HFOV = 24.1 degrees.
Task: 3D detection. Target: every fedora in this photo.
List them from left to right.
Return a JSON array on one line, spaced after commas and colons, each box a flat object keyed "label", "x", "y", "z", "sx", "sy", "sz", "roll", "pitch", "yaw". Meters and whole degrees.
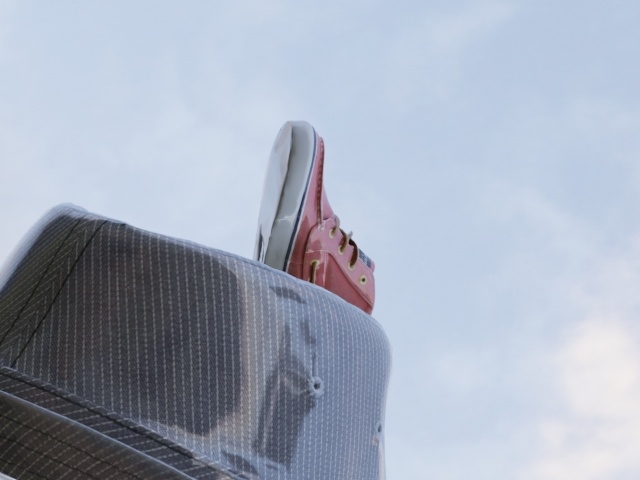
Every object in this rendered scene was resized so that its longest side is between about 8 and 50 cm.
[{"label": "fedora", "x": -0.050, "y": 0.072, "z": 0.624, "sx": 0.243, "sy": 0.275, "sz": 0.124, "roll": 12, "pitch": -111, "yaw": 44}]

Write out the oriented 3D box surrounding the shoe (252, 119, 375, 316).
[{"label": "shoe", "x": 0.000, "y": 0.000, "z": 1.020, "sx": 0.063, "sy": 0.081, "sz": 0.178, "roll": -104, "pitch": -158, "yaw": -56}]
